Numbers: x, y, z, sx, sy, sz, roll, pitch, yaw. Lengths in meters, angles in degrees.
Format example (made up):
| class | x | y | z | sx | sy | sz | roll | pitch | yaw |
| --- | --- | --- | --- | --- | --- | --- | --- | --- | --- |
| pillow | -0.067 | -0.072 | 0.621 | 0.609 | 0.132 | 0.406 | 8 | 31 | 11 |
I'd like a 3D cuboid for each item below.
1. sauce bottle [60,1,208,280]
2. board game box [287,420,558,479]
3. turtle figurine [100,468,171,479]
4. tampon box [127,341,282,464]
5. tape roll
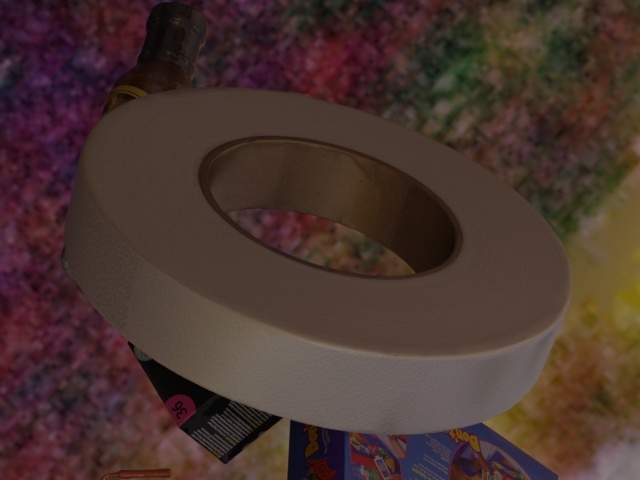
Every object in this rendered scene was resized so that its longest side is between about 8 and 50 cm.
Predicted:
| class | x | y | z | sx | sy | sz | roll | pitch | yaw |
| --- | --- | --- | --- | --- | --- | --- | --- | --- | --- |
| sauce bottle | -0.195 | -0.108 | 1.682 | 0.111 | 0.111 | 0.344 | 118 | -15 | -59 |
| board game box | 0.115 | 0.274 | 1.562 | 0.078 | 0.347 | 0.233 | -34 | -145 | 31 |
| turtle figurine | -0.271 | 0.367 | 1.682 | 0.269 | 0.087 | 0.217 | -24 | 136 | -24 |
| tampon box | -0.078 | 0.108 | 1.465 | 0.161 | 0.120 | 0.101 | -39 | 141 | 1 |
| tape roll | 0.000 | 0.000 | 1.167 | 0.392 | 0.392 | 0.072 | -35 | 148 | -55 |
